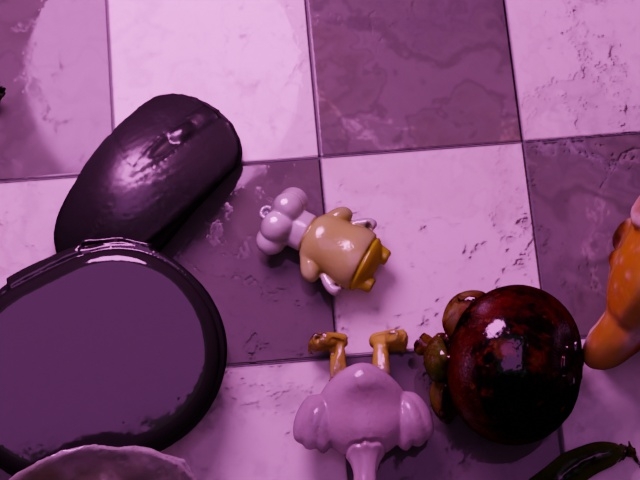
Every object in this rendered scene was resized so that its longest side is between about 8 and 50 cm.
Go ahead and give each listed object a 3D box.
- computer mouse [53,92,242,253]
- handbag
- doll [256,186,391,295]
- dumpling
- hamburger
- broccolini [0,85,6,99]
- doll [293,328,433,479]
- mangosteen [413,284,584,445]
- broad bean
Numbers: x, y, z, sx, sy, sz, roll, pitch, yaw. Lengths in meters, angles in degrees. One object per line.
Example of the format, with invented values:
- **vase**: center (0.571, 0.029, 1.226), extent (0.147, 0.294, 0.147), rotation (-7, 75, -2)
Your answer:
- **computer mouse**: center (-0.210, -0.068, 1.808), extent (0.137, 0.086, 0.269), rotation (39, 76, 9)
- **handbag**: center (-0.259, 0.136, 1.724), extent (0.308, 0.093, 0.253), rotation (-26, 87, -5)
- **doll**: center (0.000, 0.000, 1.803), extent (0.162, 0.062, 0.106), rotation (28, 71, 7)
- **dumpling**: center (-0.247, 0.312, 1.639), extent (0.293, 0.163, 0.204), rotation (2, 89, -23)
- **hamburger**: center (0.420, 0.026, 1.719), extent (0.186, 0.261, 0.302), rotation (24, 116, 12)
- **broccolini**: center (-0.500, -0.105, 1.836), extent (0.123, 0.062, 0.271), rotation (29, 78, 18)
- **doll**: center (0.052, 0.276, 1.709), extent (0.160, 0.094, 0.365), rotation (-2, 74, -4)
- **mangosteen**: center (0.199, 0.138, 1.722), extent (0.200, 0.200, 0.200), rotation (0, 74, -1)
- **broad bean**: center (0.266, 0.293, 1.735), extent (0.227, 0.039, 0.069), rotation (-35, 83, -10)
